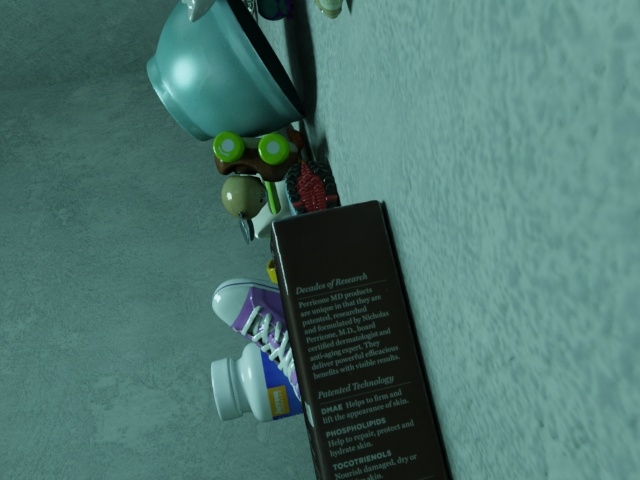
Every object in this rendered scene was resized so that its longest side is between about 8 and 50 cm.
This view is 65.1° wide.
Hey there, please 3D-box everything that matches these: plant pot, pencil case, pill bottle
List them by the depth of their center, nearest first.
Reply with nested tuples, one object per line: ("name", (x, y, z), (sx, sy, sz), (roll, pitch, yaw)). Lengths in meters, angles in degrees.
("pencil case", (-0.079, -0.448, 0.833), (0.064, 0.070, 0.151), (-57, -16, -27))
("plant pot", (-0.185, -0.305, 0.919), (0.293, 0.196, 0.293), (57, -168, -19))
("pill bottle", (-0.063, 0.258, 0.960), (0.152, 0.272, 0.152), (168, 90, -82))

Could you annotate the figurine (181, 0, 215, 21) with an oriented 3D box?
("figurine", (-0.150, -0.449, 0.740), (0.092, 0.209, 0.214), (23, -141, -44))

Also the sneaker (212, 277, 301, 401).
("sneaker", (-0.050, 0.160, 0.777), (0.102, 0.282, 0.161), (-63, 4, 20))

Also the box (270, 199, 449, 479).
("box", (0.038, 0.162, 0.624), (0.191, 0.143, 0.381), (116, 143, -78))

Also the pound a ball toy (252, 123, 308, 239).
("pound a ball toy", (-0.069, -0.137, 1.090), (0.208, 0.136, 0.319), (37, -145, -62))

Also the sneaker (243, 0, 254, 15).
("sneaker", (-0.249, -0.771, 1.556), (0.118, 0.107, 0.279), (35, -136, -74))

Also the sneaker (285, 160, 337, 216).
("sneaker", (0.000, 0.000, 0.858), (0.125, 0.104, 0.261), (84, -178, -69))

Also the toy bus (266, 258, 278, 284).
("toy bus", (-0.064, 0.128, 1.248), (0.191, 0.104, 0.202), (65, -172, -60))

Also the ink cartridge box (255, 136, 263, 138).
("ink cartridge box", (-0.149, -0.279, 1.326), (0.176, 0.128, 0.127), (91, 166, -52))

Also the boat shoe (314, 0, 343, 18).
("boat shoe", (-0.009, -0.318, 0.575), (0.048, 0.056, 0.153), (93, 155, -58))

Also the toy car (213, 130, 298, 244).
("toy car", (-0.117, -0.089, 0.897), (0.155, 0.149, 0.188), (-78, -9, -86))
